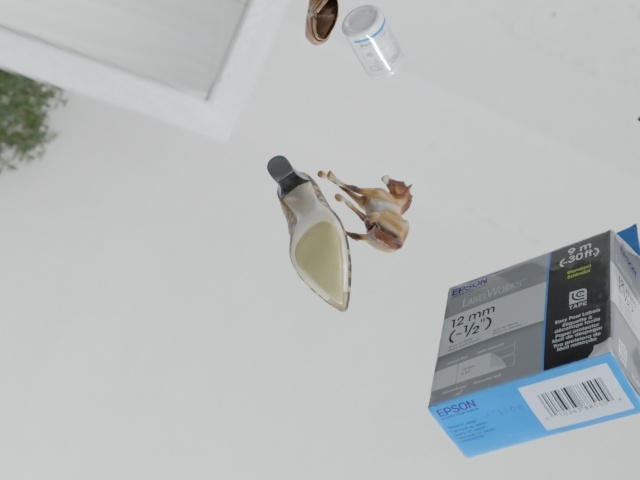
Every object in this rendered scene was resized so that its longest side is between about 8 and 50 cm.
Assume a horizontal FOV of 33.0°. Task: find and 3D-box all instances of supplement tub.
[{"bbox_3d":[0.084,-0.315,1.720,0.107,0.071,0.071,53,51,-48],"label":"supplement tub"}]

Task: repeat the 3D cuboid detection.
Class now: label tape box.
[{"bbox_3d":[0.290,0.097,1.425,0.249,0.115,0.348,-23,-149,29],"label":"label tape box"}]

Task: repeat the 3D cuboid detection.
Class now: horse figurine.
[{"bbox_3d":[0.087,-0.046,1.785,0.066,0.174,0.263,-58,-160,22],"label":"horse figurine"}]

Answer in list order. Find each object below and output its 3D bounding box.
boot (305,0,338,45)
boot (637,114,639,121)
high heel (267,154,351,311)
[{"bbox_3d":[0.013,-0.484,2.141,0.152,0.073,0.197,-121,-144,-78],"label":"boot"},{"bbox_3d":[0.584,-0.190,1.519,0.246,0.083,0.161,27,-85,43],"label":"boot"},{"bbox_3d":[0.000,0.000,1.683,0.093,0.261,0.186,-25,166,5],"label":"high heel"}]
